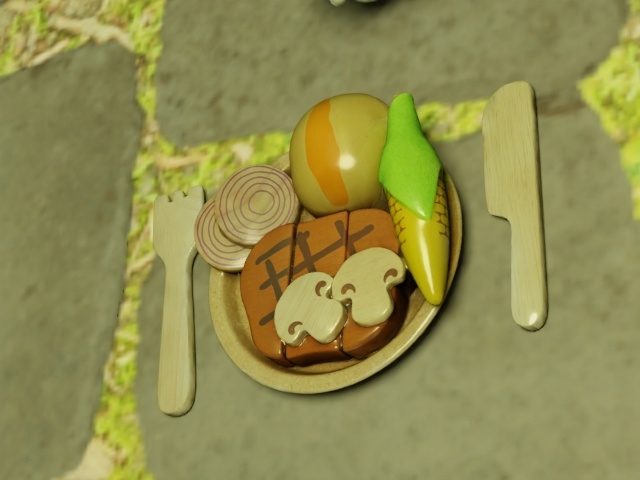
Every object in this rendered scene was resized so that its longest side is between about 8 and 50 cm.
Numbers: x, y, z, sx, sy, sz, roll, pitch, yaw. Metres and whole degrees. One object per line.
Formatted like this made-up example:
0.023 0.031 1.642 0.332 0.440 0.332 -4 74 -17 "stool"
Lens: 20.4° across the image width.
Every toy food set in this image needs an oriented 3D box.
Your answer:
0.000 0.000 0.754 0.192 0.038 0.132 -17 58 25 "toy food set"

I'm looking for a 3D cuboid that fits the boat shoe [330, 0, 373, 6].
0.021 -0.158 0.779 0.306 0.113 0.105 -2 65 17 "boat shoe"
